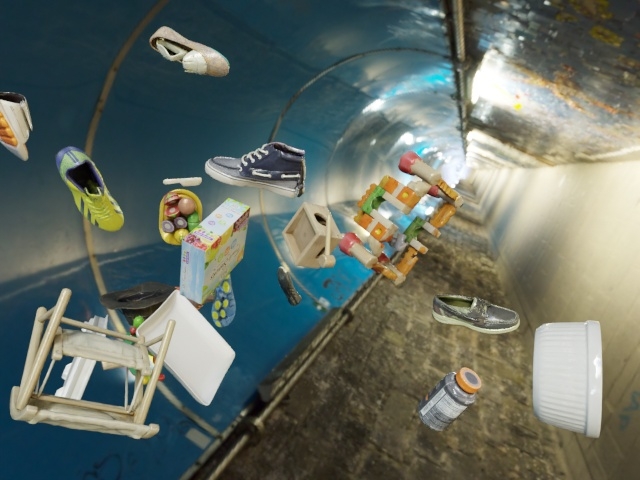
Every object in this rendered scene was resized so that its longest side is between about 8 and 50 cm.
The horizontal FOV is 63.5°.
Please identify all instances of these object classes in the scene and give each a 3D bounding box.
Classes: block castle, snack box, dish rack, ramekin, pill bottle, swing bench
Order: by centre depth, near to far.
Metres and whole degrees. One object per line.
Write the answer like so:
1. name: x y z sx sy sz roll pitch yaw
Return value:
1. ramekin: 0.458 0.249 0.963 0.207 0.108 0.207 2 -90 -65
2. swing bench: -0.469 0.271 1.075 0.165 0.253 0.255 -28 48 39
3. snack box: -0.255 0.023 1.254 0.207 0.070 0.175 -52 -18 -51
4. dish rack: -0.776 0.389 1.678 0.286 0.072 0.333 -69 21 -3
5. pill bottle: 0.463 0.558 1.836 0.246 0.130 0.130 -58 -6 31
6. block castle: 0.291 -0.083 1.943 0.303 0.213 0.453 29 -79 -47

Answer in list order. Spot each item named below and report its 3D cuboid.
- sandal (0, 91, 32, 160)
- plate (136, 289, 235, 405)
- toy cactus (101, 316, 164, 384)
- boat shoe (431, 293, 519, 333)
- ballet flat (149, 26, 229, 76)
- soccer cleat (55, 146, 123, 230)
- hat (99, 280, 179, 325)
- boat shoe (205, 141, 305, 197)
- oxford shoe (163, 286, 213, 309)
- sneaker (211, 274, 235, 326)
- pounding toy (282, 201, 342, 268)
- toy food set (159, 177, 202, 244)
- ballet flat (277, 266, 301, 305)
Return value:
1. sandal: -0.607 -0.271 0.990 0.076 0.101 0.265 -43 -31 -32
2. plate: -0.380 0.302 1.468 0.045 0.278 0.277 -37 10 16
3. toy cactus: -0.545 0.341 1.520 0.180 0.112 0.219 -15 -63 -31
4. boat shoe: 0.400 0.184 1.345 0.080 0.223 0.074 -59 -34 -45
5. ballet flat: -0.470 -0.646 1.818 0.106 0.315 0.108 -48 -20 -39
6. soccer cleat: -0.600 -0.116 1.369 0.093 0.121 0.289 -38 -39 -22
7. hat: -0.737 0.277 2.141 0.331 0.331 0.134 -38 -55 -67
8. boat shoe: -0.206 -0.260 1.697 0.127 0.340 0.158 -80 3 -55
9. oxford shoe: -0.560 0.270 2.314 0.130 0.363 0.133 11 -105 -67
10. sneaker: -0.272 0.147 1.445 0.078 0.067 0.188 -172 77 -83
11. pounding toy: 0.007 -0.002 1.388 0.094 0.206 0.181 10 -50 -38
12. toy food set: -0.426 -0.081 1.571 0.071 0.128 0.218 -124 39 -70
13. ballet flat: -0.121 0.171 1.972 0.049 0.057 0.173 -41 -59 -39
